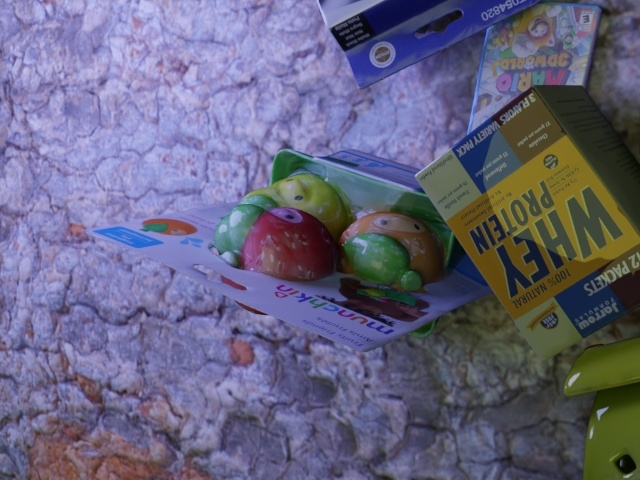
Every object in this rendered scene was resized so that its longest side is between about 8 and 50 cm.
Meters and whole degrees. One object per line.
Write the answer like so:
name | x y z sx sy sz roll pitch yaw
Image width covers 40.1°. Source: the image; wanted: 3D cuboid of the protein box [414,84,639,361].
protein box | 0.228 -0.026 0.827 0.136 0.200 0.201 -38 81 28

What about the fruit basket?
fruit basket | 0.000 0.000 0.894 0.327 0.353 0.165 21 105 30

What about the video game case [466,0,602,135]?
video game case | 0.226 -0.172 0.941 0.119 0.015 0.166 14 101 30

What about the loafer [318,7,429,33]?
loafer | 0.063 -0.260 1.013 0.148 0.056 0.050 3 88 32

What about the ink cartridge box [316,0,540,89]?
ink cartridge box | 0.095 -0.311 0.954 0.223 0.045 0.224 -25 74 16

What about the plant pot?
plant pot | 0.353 0.174 0.767 0.228 0.227 0.207 -21 75 32
